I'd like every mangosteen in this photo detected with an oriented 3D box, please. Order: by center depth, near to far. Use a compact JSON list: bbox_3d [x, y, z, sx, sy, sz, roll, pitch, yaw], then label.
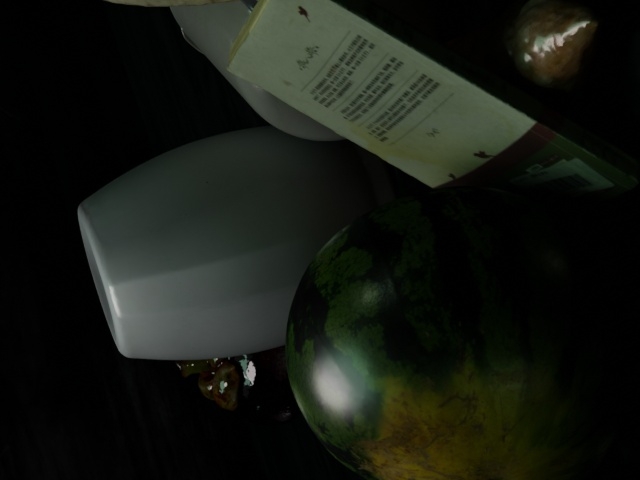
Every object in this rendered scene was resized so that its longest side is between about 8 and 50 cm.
[{"bbox_3d":[-0.115,0.203,1.808,0.211,0.249,0.212,-178,90,-79],"label":"mangosteen"}]

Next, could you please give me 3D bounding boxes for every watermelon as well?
[{"bbox_3d":[0.107,0.083,0.822,0.269,0.268,0.269,164,90,-76],"label":"watermelon"}]

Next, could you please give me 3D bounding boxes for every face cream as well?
[{"bbox_3d":[-0.061,-0.008,1.152,0.312,0.356,0.220,-151,46,-71],"label":"face cream"}]

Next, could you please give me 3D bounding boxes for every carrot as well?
[{"bbox_3d":[0.139,-0.127,0.804,0.263,0.101,0.102,156,97,-75],"label":"carrot"}]

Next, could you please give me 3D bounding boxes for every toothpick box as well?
[{"bbox_3d":[-0.022,-0.228,1.043,0.316,0.229,0.229,-127,25,-53],"label":"toothpick box"}]

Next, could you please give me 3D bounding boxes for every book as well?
[{"bbox_3d":[0.073,-0.095,0.817,0.289,0.026,0.201,30,164,-10],"label":"book"}]

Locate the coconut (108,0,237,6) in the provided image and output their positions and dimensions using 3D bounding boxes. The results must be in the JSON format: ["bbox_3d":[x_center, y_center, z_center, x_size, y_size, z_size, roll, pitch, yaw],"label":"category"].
[{"bbox_3d":[-0.103,-0.400,0.819,0.404,0.404,0.405,164,90,-76],"label":"coconut"}]
